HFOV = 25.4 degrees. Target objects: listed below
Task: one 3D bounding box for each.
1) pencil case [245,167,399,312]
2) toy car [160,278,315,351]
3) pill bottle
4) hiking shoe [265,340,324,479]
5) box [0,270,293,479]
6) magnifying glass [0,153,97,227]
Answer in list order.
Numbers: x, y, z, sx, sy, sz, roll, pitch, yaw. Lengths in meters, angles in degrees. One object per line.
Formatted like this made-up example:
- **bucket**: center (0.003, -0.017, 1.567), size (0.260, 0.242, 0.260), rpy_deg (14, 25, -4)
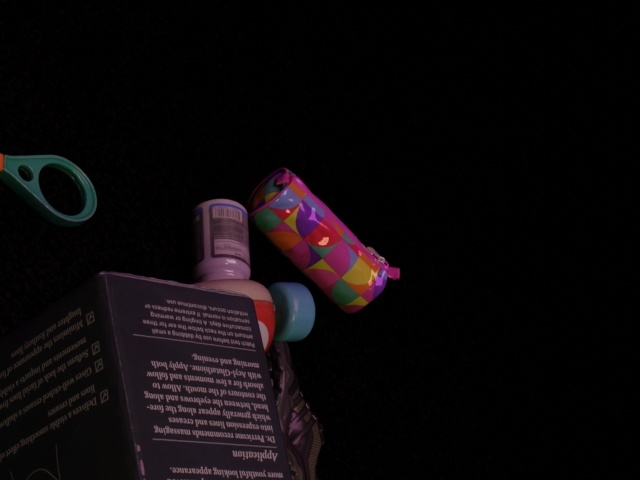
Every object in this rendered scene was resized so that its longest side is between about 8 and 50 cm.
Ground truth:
- **pencil case**: center (0.000, 0.000, 2.043), size (0.236, 0.104, 0.104), rpy_deg (42, 38, -22)
- **toy car**: center (-0.133, 0.176, 1.680), size (0.219, 0.210, 0.238), rpy_deg (2, 76, -39)
- **pill bottle**: center (-0.132, 0.021, 1.881), size (0.078, 0.078, 0.137), rpy_deg (26, 47, -38)
- **hiking shoe**: center (-0.049, 0.233, 1.840), size (0.114, 0.086, 0.227), rpy_deg (30, 48, -54)
- **box**: center (-0.196, 0.276, 1.427), size (0.212, 0.293, 0.395), rpy_deg (13, 56, -46)
- **magnifying glass**: center (-0.367, -0.083, 1.718), size (0.231, 0.026, 0.092), rpy_deg (24, 48, -38)
